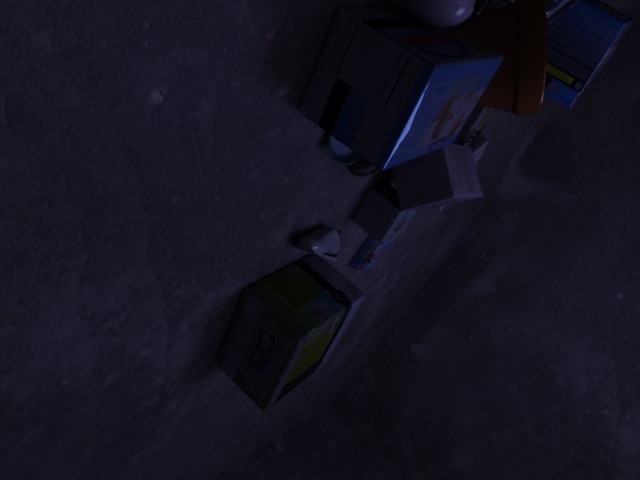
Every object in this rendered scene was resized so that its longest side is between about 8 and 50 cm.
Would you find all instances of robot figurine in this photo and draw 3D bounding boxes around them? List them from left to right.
[{"bbox_3d":[0.262,-0.540,1.046,0.278,0.209,0.173,-55,180,10],"label":"robot figurine"}]

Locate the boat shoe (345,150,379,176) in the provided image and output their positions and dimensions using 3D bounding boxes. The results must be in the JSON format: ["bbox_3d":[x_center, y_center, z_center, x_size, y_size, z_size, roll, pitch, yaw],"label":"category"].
[{"bbox_3d":[0.193,-0.298,1.426,0.355,0.132,0.130,-39,169,-5],"label":"boat shoe"}]

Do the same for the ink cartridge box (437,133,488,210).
[{"bbox_3d":[0.503,-0.275,2.121,0.197,0.114,0.273,-40,159,-26],"label":"ink cartridge box"}]

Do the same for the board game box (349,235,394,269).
[{"bbox_3d":[0.204,0.038,2.149,0.160,0.039,0.211,-56,161,15],"label":"board game box"}]

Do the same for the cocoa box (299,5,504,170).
[{"bbox_3d":[0.174,-0.323,1.150,0.347,0.228,0.231,-26,150,-49],"label":"cocoa box"}]

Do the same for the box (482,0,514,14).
[{"bbox_3d":[0.499,-0.598,1.593,0.137,0.072,0.126,-38,157,-32],"label":"box"}]

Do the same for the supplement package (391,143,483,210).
[{"bbox_3d":[0.372,-0.200,1.769,0.178,0.175,0.293,-14,177,32],"label":"supplement package"}]

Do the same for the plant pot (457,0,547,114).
[{"bbox_3d":[0.454,-0.466,1.431,0.291,0.204,0.290,0,90,-77],"label":"plant pot"}]

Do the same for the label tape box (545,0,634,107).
[{"bbox_3d":[0.929,-0.708,2.063,0.115,0.249,0.347,-34,155,-38],"label":"label tape box"}]

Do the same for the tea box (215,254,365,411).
[{"bbox_3d":[-0.090,0.262,1.648,0.323,0.220,0.329,-27,150,-50],"label":"tea box"}]

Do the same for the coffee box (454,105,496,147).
[{"bbox_3d":[0.513,-0.435,1.878,0.141,0.098,0.246,-13,139,-58],"label":"coffee box"}]

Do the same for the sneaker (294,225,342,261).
[{"bbox_3d":[0.000,0.000,1.599,0.094,0.090,0.235,-65,163,4],"label":"sneaker"}]

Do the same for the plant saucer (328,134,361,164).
[{"bbox_3d":[0.064,-0.239,1.313,0.119,0.021,0.119,-16,120,-29],"label":"plant saucer"}]

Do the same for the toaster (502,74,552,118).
[{"bbox_3d":[0.700,-0.542,1.987,0.186,0.168,0.110,-42,159,-25],"label":"toaster"}]

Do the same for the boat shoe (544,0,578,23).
[{"bbox_3d":[0.795,-0.820,1.808,0.335,0.121,0.119,-38,167,-3],"label":"boat shoe"}]

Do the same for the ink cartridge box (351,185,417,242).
[{"bbox_3d":[0.210,-0.089,1.802,0.176,0.128,0.127,-14,140,-58],"label":"ink cartridge box"}]
